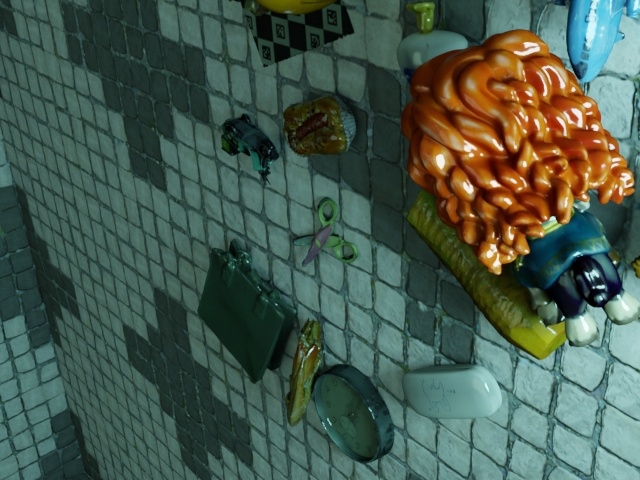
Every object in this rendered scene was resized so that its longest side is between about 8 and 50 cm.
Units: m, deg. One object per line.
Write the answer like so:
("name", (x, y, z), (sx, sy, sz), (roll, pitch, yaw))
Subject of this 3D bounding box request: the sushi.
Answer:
("sushi", (-0.086, -0.444, 1.578), (0.290, 0.050, 0.264), (-8, 104, 55))

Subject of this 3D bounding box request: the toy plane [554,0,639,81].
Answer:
("toy plane", (0.323, -0.318, 1.036), (0.254, 0.105, 0.271), (27, 132, 45))

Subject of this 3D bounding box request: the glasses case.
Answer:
("glasses case", (0.226, 0.265, 1.592), (0.233, 0.059, 0.092), (-14, 100, 58))

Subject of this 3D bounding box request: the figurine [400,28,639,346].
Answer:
("figurine", (0.263, -0.056, 1.138), (0.412, 0.241, 0.306), (51, -156, -41))

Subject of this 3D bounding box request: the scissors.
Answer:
("scissors", (0.000, 0.000, 1.773), (0.187, 0.020, 0.133), (-31, 81, 55))

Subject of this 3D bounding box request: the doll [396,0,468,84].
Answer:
("doll", (0.169, -0.200, 1.321), (0.138, 0.119, 0.293), (-75, -27, -72))

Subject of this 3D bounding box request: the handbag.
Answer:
("handbag", (-0.170, 0.162, 2.065), (0.247, 0.079, 0.260), (45, 140, 25))

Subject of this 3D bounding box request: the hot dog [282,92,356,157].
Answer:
("hot dog", (-0.007, -0.201, 1.622), (0.191, 0.059, 0.108), (-2, 105, 57))

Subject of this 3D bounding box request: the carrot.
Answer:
("carrot", (0.254, 0.042, 1.361), (0.302, 0.114, 0.114), (51, 144, 25))

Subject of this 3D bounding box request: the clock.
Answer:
("clock", (0.066, 0.363, 1.897), (0.215, 0.042, 0.215), (32, 135, 40))

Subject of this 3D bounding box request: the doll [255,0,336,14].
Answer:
("doll", (-0.042, -0.461, 1.359), (0.236, 0.213, 0.213), (59, 147, 13))

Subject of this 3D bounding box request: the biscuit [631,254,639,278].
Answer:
("biscuit", (0.487, 0.070, 1.035), (0.237, 0.013, 0.232), (40, 162, 9))

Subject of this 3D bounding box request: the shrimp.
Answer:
("shrimp", (-0.037, 0.280, 1.927), (0.061, 0.145, 0.267), (19, 117, 6))

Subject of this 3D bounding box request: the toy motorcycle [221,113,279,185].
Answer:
("toy motorcycle", (-0.139, -0.187, 1.815), (0.173, 0.058, 0.100), (39, 146, 36))
